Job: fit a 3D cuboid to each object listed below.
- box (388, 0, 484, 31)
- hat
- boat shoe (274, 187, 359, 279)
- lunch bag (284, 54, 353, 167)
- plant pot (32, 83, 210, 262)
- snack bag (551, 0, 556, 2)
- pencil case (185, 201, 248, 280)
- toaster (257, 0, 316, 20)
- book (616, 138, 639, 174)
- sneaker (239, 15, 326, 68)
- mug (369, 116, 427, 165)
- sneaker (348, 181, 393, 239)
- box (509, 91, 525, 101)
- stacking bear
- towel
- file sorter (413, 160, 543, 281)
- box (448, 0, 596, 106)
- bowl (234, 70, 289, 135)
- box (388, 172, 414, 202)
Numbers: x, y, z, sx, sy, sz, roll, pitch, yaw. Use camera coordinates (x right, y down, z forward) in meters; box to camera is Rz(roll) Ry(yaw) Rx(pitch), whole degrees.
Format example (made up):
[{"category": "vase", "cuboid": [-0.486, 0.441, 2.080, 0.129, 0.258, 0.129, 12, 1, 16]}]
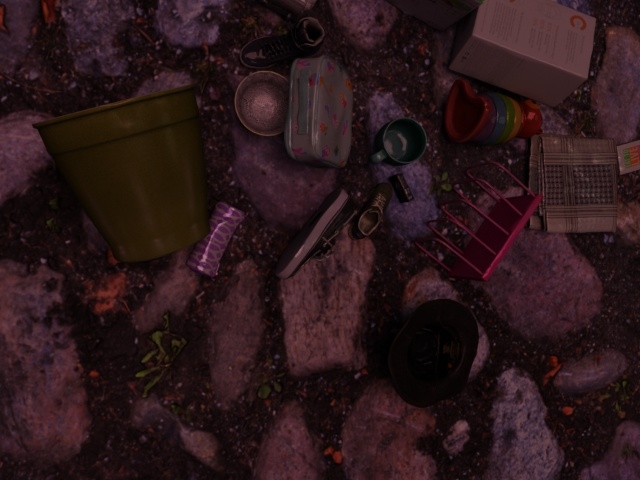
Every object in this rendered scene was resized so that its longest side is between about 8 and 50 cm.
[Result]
[{"category": "box", "cuboid": [0.299, -0.717, 1.635, 0.262, 0.231, 0.126, 24, 84, -14]}, {"category": "hat", "cuboid": [0.289, 0.303, 1.685, 0.332, 0.134, 0.331, -5, 99, -33]}, {"category": "boat shoe", "cuboid": [-0.002, 0.000, 1.617, 0.105, 0.113, 0.306, 44, 64, -18]}, {"category": "lunch bag", "cuboid": [-0.006, -0.335, 1.557, 0.108, 0.224, 0.279, 2, 89, 29]}, {"category": "plant pot", "cuboid": [-0.422, -0.148, 1.400, 0.367, 0.366, 0.352, -18, 107, -15]}, {"category": "snack bag", "cuboid": [0.608, -0.823, 1.796, 0.323, 0.037, 0.342, 32, 82, -23]}, {"category": "pencil case", "cuboid": [-0.271, 0.001, 1.550, 0.088, 0.086, 0.206, 25, 84, -1]}, {"category": "toaster", "cuboid": [-0.066, -0.701, 1.589, 0.147, 0.129, 0.226, 29, 80, -18]}, {"category": "book", "cuboid": [1.015, -0.274, 1.943, 0.144, 0.035, 0.096, -16, 97, -17]}, {"category": "sneaker", "cuboid": [-0.095, -0.518, 1.561, 0.226, 0.163, 0.086, -17, 96, -14]}, {"category": "mug", "cuboid": [0.208, -0.275, 1.679, 0.158, 0.097, 0.129, 0, 91, -15]}, {"category": "sneaker", "cuboid": [0.154, -0.082, 1.670, 0.064, 0.086, 0.192, 37, 81, -13]}, {"category": "box", "cuboid": [0.655, -0.530, 1.836, 0.207, 0.036, 0.114, -37, 99, -13]}, {"category": "stacking bear", "cuboid": [0.523, -0.357, 1.741, 0.289, 0.175, 0.164, -2, 132, -26]}, {"category": "towel", "cuboid": [0.786, -0.177, 1.858, 0.325, 0.056, 0.312, 1, 90, -13]}, {"category": "file sorter", "cuboid": [0.433, -0.057, 1.690, 0.182, 0.202, 0.290, 38, 80, -11]}, {"category": "box", "cuboid": [0.572, -0.561, 1.699, 0.346, 0.168, 0.214, 18, 71, -6]}, {"category": "bowl", "cuboid": [-0.149, -0.357, 1.588, 0.170, 0.080, 0.170, 0, 91, -16]}, {"category": "box", "cuboid": [0.230, -0.149, 1.701, 0.018, 0.067, 0.083, -28, 98, -14]}]
